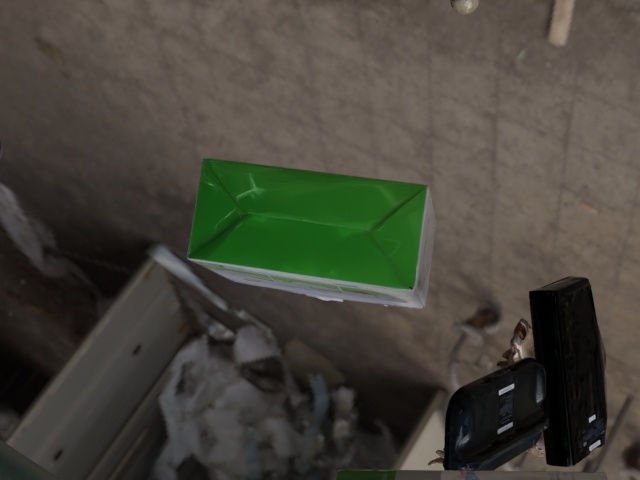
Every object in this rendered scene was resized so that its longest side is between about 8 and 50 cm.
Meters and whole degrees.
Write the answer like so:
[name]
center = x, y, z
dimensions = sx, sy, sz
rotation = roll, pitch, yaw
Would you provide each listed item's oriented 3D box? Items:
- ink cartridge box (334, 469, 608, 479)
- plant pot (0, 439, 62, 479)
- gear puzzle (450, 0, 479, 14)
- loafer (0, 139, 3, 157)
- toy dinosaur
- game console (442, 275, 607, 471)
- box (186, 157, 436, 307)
[ink cartridge box]
center = 0.114, 0.257, 0.839
dimensions = 0.212, 0.154, 0.093
rotation = -1, -172, 7
[plant pot]
center = -0.248, 0.313, 0.837
dimensions = 0.341, 0.341, 0.334
rotation = 12, 148, 41
[gear puzzle]
center = 0.131, -0.262, 0.927
dimensions = 0.175, 0.339, 0.044
rotation = -12, 119, 7
[loafer]
center = -0.353, -0.011, 0.801
dimensions = 0.109, 0.302, 0.095
rotation = 49, 128, 0
[toy dinosaur]
center = 0.290, 0.282, 1.818
dimensions = 0.127, 0.200, 0.296
rotation = 32, 135, 2
[game console]
center = 0.238, 0.168, 1.283
dimensions = 0.044, 0.361, 0.213
rotation = -3, 96, 37
[box]
center = 0.000, 0.000, 1.349
dimensions = 0.261, 0.127, 0.231
rotation = 7, 173, 10
